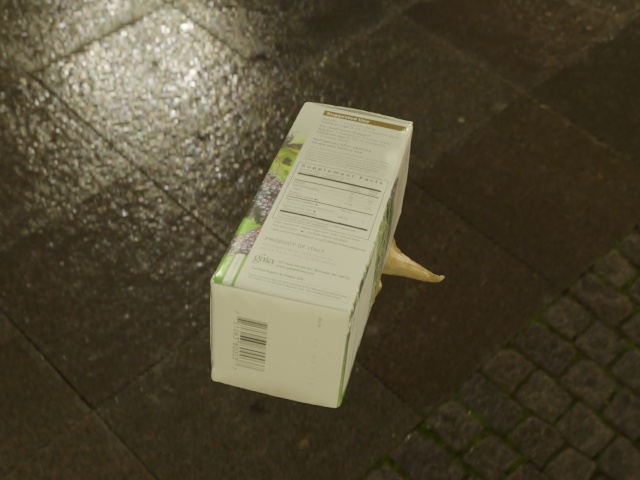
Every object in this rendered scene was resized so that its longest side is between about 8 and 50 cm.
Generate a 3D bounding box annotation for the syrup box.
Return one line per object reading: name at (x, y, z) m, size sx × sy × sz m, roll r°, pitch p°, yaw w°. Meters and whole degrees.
syrup box at (0.000, 0.000, 0.703) m, size 0.096 × 0.093 × 0.237 m, roll 12°, pitch 40°, yaw 7°

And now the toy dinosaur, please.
toy dinosaur at (0.047, 0.018, 0.867) m, size 0.183 × 0.053 × 0.092 m, roll 30°, pitch 63°, yaw -19°
